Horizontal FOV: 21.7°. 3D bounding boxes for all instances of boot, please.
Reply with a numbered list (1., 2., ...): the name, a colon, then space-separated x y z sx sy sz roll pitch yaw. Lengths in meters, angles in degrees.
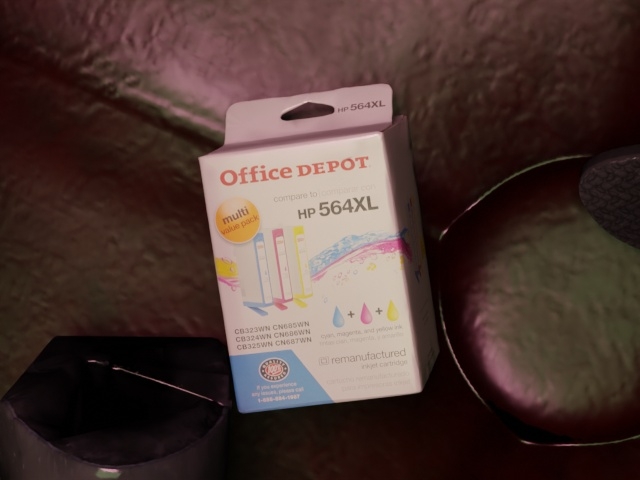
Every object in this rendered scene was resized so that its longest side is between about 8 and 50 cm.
1. boot: -0.095 0.292 0.749 0.146 0.367 0.445 7 101 -17

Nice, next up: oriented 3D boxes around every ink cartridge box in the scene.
1. ink cartridge box: 0.000 0.000 0.812 0.092 0.090 0.143 -8 98 11

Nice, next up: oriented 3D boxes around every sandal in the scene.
1. sandal: 0.212 -0.032 0.795 0.179 0.040 0.067 -5 135 6
